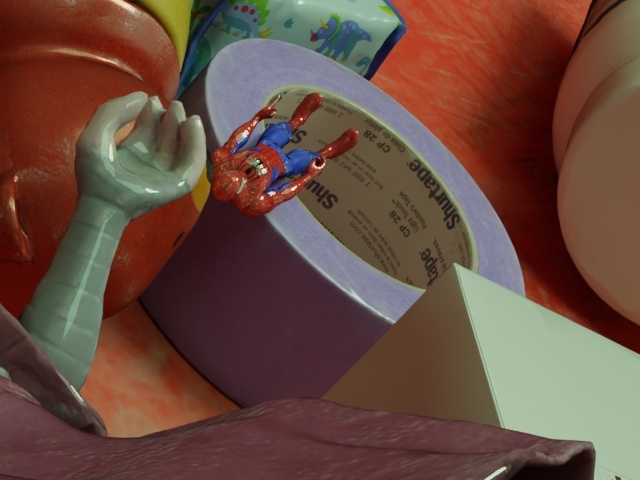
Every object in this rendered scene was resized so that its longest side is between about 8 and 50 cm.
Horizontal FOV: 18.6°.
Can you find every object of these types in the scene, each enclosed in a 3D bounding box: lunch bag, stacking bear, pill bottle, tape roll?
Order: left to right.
[{"bbox_3d":[-0.118,-0.094,0.814,0.164,0.175,0.289,-7,56,-4],"label":"stacking bear"},{"bbox_3d":[-0.049,-0.134,1.028,0.129,0.096,0.151,11,28,-42],"label":"lunch bag"},{"bbox_3d":[0.000,0.000,0.915,0.189,0.080,0.189,31,31,-22],"label":"tape roll"},{"bbox_3d":[0.257,-0.091,1.244,0.204,0.204,0.361,41,29,-6],"label":"pill bottle"}]

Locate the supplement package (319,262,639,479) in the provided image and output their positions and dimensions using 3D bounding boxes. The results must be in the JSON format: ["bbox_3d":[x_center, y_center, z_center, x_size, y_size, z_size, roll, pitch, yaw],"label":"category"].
[{"bbox_3d":[0.075,0.151,0.682,0.203,0.194,0.149,27,32,-30],"label":"supplement package"}]

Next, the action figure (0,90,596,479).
[{"bbox_3d":[-0.104,0.086,0.534,0.370,0.275,0.248,18,7,42],"label":"action figure"}]

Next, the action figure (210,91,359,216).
[{"bbox_3d":[-0.018,-0.036,0.827,0.038,0.030,0.115,50,30,0],"label":"action figure"}]
